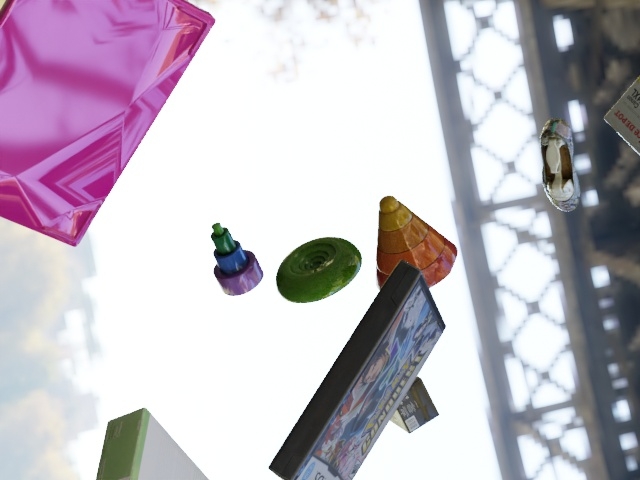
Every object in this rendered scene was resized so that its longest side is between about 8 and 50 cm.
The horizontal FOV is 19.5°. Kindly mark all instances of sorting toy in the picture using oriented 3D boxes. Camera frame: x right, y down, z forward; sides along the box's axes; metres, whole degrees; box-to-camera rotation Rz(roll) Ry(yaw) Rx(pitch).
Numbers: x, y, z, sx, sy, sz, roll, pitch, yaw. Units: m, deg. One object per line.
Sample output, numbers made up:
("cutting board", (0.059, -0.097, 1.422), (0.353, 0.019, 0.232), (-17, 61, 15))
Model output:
("sorting toy", (0.000, 0.000, 2.531), (0.126, 0.366, 0.127), (65, 35, -33))

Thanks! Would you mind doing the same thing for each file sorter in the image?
("file sorter", (-0.290, -0.185, 1.968), (0.290, 0.202, 0.182), (-57, -147, 14))

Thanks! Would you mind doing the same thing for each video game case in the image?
("video game case", (0.049, 0.175, 2.136), (0.035, 0.275, 0.248), (30, -9, 18))

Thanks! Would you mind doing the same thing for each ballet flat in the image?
("ballet flat", (0.253, -0.074, 1.991), (0.041, 0.041, 0.114), (-123, -162, -58))

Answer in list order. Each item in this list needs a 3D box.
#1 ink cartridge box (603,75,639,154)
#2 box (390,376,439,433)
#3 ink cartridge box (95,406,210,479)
("ink cartridge box", (0.451, -0.170, 2.285), (0.175, 0.072, 0.127), (-50, -142, 12))
("box", (0.112, 0.213, 2.504), (0.062, 0.052, 0.083), (63, -12, -17))
("ink cartridge box", (-0.143, 0.307, 1.916), (0.235, 0.056, 0.171), (53, 25, -32))
